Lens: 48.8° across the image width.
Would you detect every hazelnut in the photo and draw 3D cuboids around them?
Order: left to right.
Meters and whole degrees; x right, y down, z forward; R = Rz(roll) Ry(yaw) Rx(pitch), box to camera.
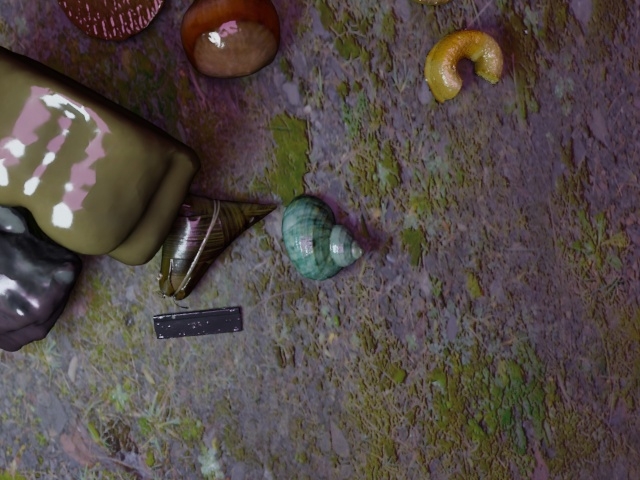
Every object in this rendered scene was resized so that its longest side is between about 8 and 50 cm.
[{"bbox_3d":[-0.186,-0.437,1.458,0.214,0.176,0.215,2,67,-5],"label":"hazelnut"}]

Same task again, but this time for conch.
[{"bbox_3d":[-0.002,-0.002,1.542,0.188,0.122,0.176,28,69,-10],"label":"conch"}]

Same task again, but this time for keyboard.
[{"bbox_3d":[-0.276,0.185,1.590,0.195,0.018,0.060,-5,103,-4],"label":"keyboard"}]

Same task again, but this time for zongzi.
[{"bbox_3d":[-0.227,0.026,1.537,0.240,0.111,0.248,6,100,-12],"label":"zongzi"}]

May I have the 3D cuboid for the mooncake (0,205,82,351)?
[{"bbox_3d":[-0.687,0.063,1.378,0.381,0.350,0.212,31,55,-22],"label":"mooncake"}]

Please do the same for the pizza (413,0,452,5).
[{"bbox_3d":[0.220,-0.641,1.536,0.181,0.034,0.262,-15,97,-3],"label":"pizza"}]

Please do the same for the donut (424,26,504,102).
[{"bbox_3d":[0.318,-0.393,1.550,0.181,0.078,0.146,-18,100,-4],"label":"donut"}]

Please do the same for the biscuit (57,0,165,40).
[{"bbox_3d":[-0.436,-0.548,1.470,0.261,0.037,0.262,2,100,9],"label":"biscuit"}]

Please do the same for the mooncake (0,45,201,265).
[{"bbox_3d":[-0.466,-0.158,1.318,0.467,0.467,0.262,31,92,-7],"label":"mooncake"}]
